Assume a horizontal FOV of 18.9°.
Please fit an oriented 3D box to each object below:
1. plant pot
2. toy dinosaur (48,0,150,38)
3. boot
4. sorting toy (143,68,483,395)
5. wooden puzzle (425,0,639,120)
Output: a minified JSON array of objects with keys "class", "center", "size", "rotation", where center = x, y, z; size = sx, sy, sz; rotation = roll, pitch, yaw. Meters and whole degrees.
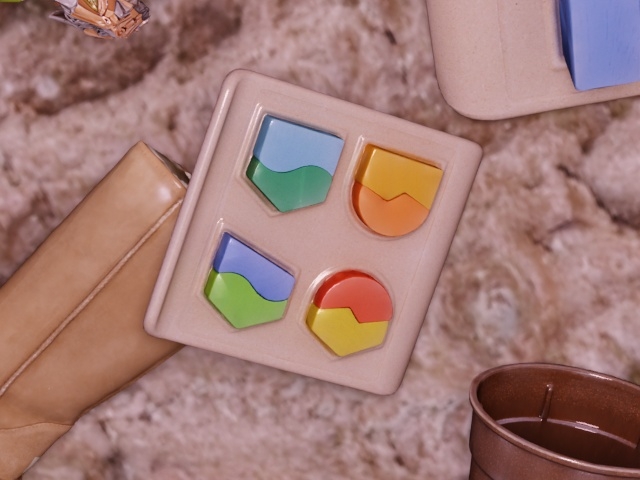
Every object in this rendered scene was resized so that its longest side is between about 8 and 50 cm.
[{"class":"plant pot","center":[0.170,0.194,1.343],"size":[0.167,0.167,0.165],"rotation":[10,110,0]},{"class":"toy dinosaur","center":[-0.188,-0.279,1.233],"size":[0.218,0.164,0.322],"rotation":[-39,91,-2]},{"class":"boot","center":[-0.209,0.027,1.353],"size":[0.269,0.089,0.236],"rotation":[-43,110,10]},{"class":"sorting toy","center":[0.000,0.000,1.319],"size":[0.208,0.038,0.193],"rotation":[15,99,-25]},{"class":"wooden puzzle","center":[0.233,-0.223,1.229],"size":[0.347,0.080,0.322],"rotation":[-7,127,5]}]
